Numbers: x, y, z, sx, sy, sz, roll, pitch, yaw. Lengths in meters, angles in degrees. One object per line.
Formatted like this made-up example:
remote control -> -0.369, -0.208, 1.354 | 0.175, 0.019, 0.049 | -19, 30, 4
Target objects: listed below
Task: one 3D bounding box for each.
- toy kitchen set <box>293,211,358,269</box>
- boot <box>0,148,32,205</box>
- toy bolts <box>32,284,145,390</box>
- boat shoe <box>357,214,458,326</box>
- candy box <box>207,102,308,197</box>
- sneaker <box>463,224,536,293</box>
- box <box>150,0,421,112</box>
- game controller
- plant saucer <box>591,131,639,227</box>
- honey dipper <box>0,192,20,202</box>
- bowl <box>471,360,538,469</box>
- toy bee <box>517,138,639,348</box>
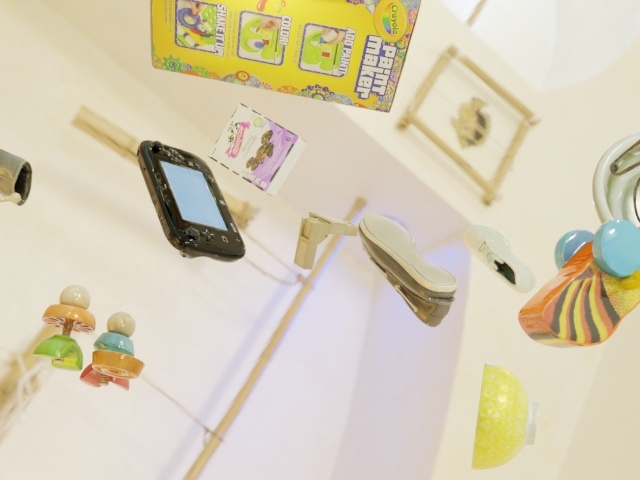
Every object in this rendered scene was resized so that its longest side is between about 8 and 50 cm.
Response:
toy kitchen set -> 0.000, 0.000, 1.383 | 0.068, 0.083, 0.075 | 29, -69, 55
boot -> -0.653, -0.181, 1.744 | 0.076, 0.208, 0.189 | -39, 147, -42
toy bolts -> -0.416, 0.192, 1.781 | 0.228, 0.218, 0.158 | 62, 36, -62
boat shoe -> 0.154, 0.052, 1.776 | 0.335, 0.112, 0.095 | 49, -49, 55
candy box -> -0.160, -0.228, 2.278 | 0.165, 0.196, 0.070 | -59, 159, 2
sneaker -> 0.399, 0.036, 2.064 | 0.094, 0.212, 0.080 | 5, 125, -54
box -> -0.026, -0.330, 1.037 | 0.177, 0.279, 0.290 | 103, -2, -52
game controller -> -0.251, -0.078, 1.740 | 0.067, 0.166, 0.319 | -59, -139, 32
plant saucer -> 0.665, -0.025, 1.609 | 0.100, 0.400, 0.400 | 104, 12, -50
honey dipper -> -0.583, -0.061, 1.503 | 0.161, 0.030, 0.030 | -7, 180, -23
bowl -> 0.496, 0.477, 2.407 | 0.289, 0.156, 0.289 | 8, 90, -79
toy bee -> 0.383, 0.036, 1.110 | 0.298, 0.162, 0.195 | -47, -170, -1
